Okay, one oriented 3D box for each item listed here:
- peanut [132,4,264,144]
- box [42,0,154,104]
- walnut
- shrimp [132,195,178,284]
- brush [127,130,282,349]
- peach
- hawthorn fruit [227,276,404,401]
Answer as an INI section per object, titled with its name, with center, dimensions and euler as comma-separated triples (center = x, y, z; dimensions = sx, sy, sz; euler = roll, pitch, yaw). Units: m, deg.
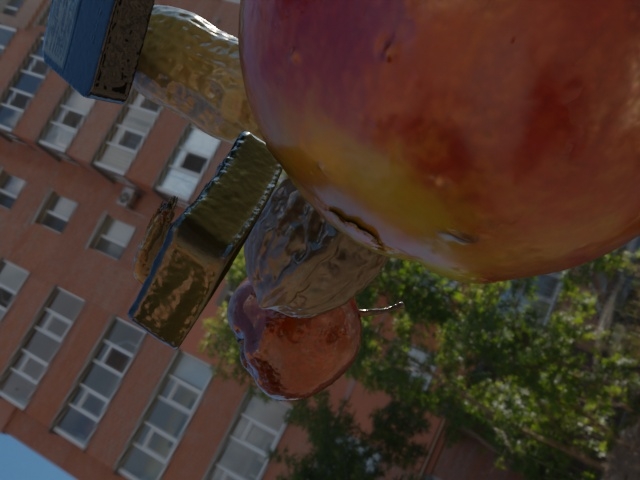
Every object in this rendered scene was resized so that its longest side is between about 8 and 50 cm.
[peanut]
center = -0.170, -0.237, 0.982
dimensions = 0.152, 0.313, 0.152
euler = -58, -11, -19
[box]
center = -0.271, -0.370, 0.883
dimensions = 0.058, 0.211, 0.350
euler = 4, -65, -42
[walnut]
center = -0.001, 0.000, 0.875
dimensions = 0.230, 0.178, 0.178
euler = -49, -30, -13
[shrimp]
center = -0.176, 0.004, 0.784
dimensions = 0.059, 0.023, 0.108
euler = 27, -95, -32
[brush]
center = -0.096, -0.009, 0.605
dimensions = 0.123, 0.059, 0.197
euler = -52, 11, 33
[peach]
center = 0.122, -0.155, 0.473
dimensions = 0.370, 0.370, 0.370
euler = -43, -36, -42
[hawthorn fruit]
center = -0.039, 0.137, 1.146
dimensions = 0.263, 0.231, 0.235
euler = -49, -9, 8
